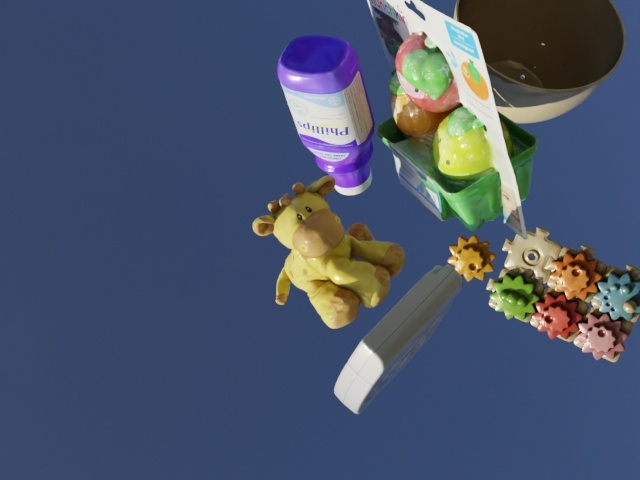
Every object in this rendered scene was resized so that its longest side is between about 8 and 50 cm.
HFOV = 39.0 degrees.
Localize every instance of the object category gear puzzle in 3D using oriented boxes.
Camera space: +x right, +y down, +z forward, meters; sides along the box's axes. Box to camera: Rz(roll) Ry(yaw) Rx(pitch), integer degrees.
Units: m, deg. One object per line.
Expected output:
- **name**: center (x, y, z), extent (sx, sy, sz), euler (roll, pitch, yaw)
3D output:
- **gear puzzle**: center (0.374, 0.073, 1.535), extent (0.338, 0.044, 0.176), euler (25, -66, 16)

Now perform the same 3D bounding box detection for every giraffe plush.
- **giraffe plush**: center (0.000, 0.000, 1.329), extent (0.181, 0.210, 0.170), euler (-53, -42, -31)

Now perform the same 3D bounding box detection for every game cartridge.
- **game cartridge**: center (0.105, 0.159, 1.332), extent (0.062, 0.297, 0.198), euler (38, -111, 11)

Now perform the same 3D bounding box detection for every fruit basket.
- **fruit basket**: center (0.161, -0.195, 1.283), extent (0.165, 0.327, 0.353), euler (-36, -49, -4)

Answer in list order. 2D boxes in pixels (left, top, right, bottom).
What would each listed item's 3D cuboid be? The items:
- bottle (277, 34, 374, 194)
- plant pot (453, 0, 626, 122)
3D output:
- **bottle**: center (0.021, -0.180, 1.375), extent (0.283, 0.118, 0.092), euler (70, -142, -52)
- **plant pot**: center (0.349, -0.311, 1.556), extent (0.284, 0.191, 0.284), euler (3, -120, -6)
